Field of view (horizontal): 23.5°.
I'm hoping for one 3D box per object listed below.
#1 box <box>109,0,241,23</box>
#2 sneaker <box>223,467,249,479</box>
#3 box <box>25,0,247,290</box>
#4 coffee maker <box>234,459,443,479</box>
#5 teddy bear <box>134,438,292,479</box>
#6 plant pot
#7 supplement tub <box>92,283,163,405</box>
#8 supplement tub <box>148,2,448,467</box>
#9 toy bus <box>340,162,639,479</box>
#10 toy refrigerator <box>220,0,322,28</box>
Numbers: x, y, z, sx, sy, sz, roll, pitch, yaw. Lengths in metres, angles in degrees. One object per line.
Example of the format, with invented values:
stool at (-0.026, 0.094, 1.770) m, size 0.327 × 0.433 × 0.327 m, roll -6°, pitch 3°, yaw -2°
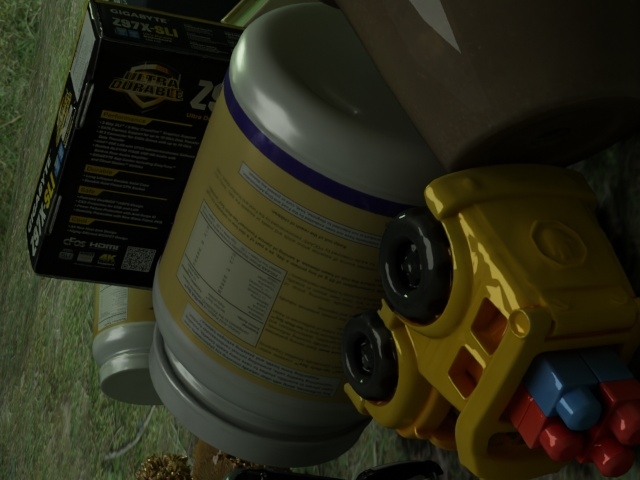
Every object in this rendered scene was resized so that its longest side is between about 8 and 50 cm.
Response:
box at (-0.090, -0.407, 1.725) m, size 0.293 × 0.212 × 0.395 m, roll -114°, pitch 37°, yaw -55°
sneaker at (-0.019, 0.344, 1.328) m, size 0.125 × 0.140 × 0.341 m, roll 88°, pitch 172°, yaw -47°
box at (-0.081, -0.067, 1.397) m, size 0.079 × 0.322 × 0.257 m, roll -111°, pitch 35°, yaw -51°
coffee maker at (0.014, 0.246, 1.211) m, size 0.171 × 0.178 × 0.120 m, roll 129°, pitch 145°, yaw -53°
teddy bear at (-0.116, 0.335, 1.579) m, size 0.245 × 0.113 × 0.338 m, roll 38°, pitch 114°, yaw 44°
plant pot at (0.120, -0.169, 1.058) m, size 0.263 × 0.263 × 0.229 m, roll -45°, pitch 57°, yaw 58°
supplement tub at (-0.214, 0.093, 1.938) m, size 0.144 × 0.144 × 0.199 m, roll 130°, pitch 143°, yaw -54°
supplement tub at (0.000, 0.000, 1.265) m, size 0.241 × 0.241 × 0.331 m, roll -107°, pitch 33°, yaw -50°
toy bus at (0.133, 0.090, 1.049) m, size 0.211 × 0.149 × 0.220 m, roll 59°, pitch 141°, yaw 37°
toy refrigerator at (-0.056, -0.189, 1.508) m, size 0.269 × 0.094 × 0.102 m, roll -48°, pitch 17°, yaw -11°
